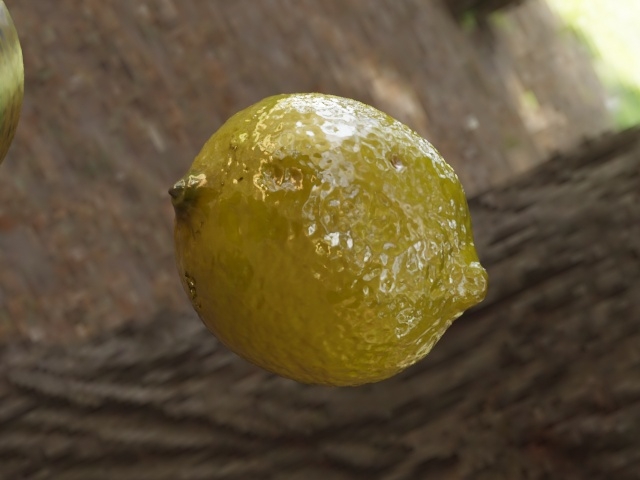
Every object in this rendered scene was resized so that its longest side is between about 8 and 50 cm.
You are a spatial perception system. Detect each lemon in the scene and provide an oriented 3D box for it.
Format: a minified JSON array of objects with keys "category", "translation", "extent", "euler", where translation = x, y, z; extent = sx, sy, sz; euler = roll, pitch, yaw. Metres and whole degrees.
[{"category":"lemon","translation":[0.007,0.005,1.597],"extent":[0.253,0.228,0.228],"euler":[31,13,5]}]

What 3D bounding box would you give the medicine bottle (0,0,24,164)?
[{"category":"medicine bottle","translation":[-0.313,-0.068,1.188],"extent":[0.224,0.224,0.384],"euler":[60,9,-13]}]
